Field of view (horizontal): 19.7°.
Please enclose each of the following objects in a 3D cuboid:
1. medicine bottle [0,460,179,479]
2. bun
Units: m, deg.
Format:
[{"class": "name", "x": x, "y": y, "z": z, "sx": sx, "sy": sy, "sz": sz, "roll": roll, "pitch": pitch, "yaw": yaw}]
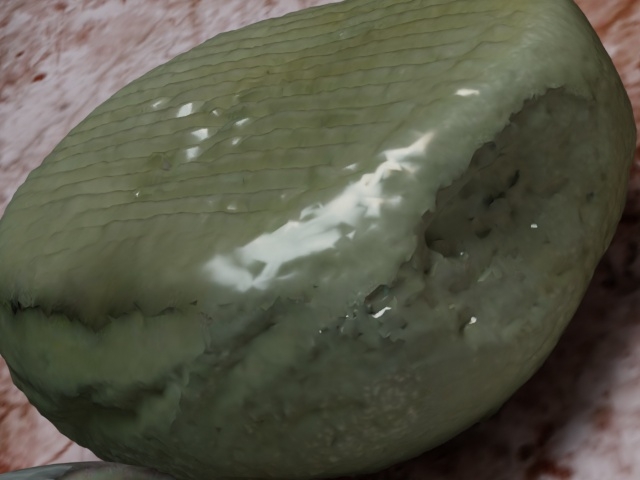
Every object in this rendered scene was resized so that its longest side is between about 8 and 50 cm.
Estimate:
[{"class": "medicine bottle", "x": -0.090, "y": 0.139, "z": 0.460, "sx": 0.143, "sy": 0.147, "sz": 0.147, "roll": -23, "pitch": 33, "yaw": 28}, {"class": "bun", "x": 0.002, "y": 0.000, "z": 0.595, "sx": 0.221, "sy": 0.108, "sz": 0.221, "roll": -25, "pitch": 25, "yaw": 13}]
